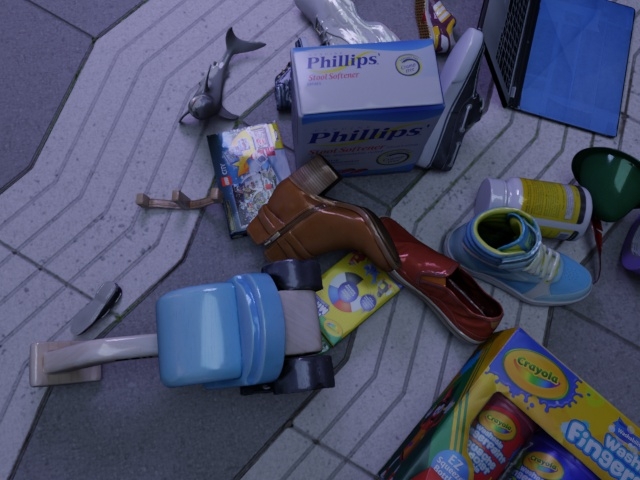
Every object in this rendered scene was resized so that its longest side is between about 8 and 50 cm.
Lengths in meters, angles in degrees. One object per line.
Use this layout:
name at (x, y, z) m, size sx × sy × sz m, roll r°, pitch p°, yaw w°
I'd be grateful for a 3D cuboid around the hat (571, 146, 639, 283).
hat at (0.575, -0.060, 1.076) m, size 0.208 × 0.173 × 0.184 m, roll 39°, pitch 76°, yaw 8°

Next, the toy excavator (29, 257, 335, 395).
toy excavator at (-0.258, 0.178, 0.927) m, size 0.444 × 0.432 × 0.223 m, roll 3°, pitch 73°, yaw -31°

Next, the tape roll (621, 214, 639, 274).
tape roll at (0.713, -0.005, 1.059) m, size 0.080 × 0.189 × 0.189 m, roll 27°, pitch 75°, yaw 5°

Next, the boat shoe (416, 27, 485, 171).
boat shoe at (0.291, -0.281, 1.087) m, size 0.102 × 0.302 × 0.108 m, roll 13°, pitch 31°, yaw -6°

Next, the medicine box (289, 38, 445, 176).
medicine box at (0.076, -0.250, 1.042) m, size 0.263 × 0.289 × 0.149 m, roll -6°, pitch 75°, yaw -4°

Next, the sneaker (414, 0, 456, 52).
sneaker at (0.281, -0.539, 1.253) m, size 0.083 × 0.069 × 0.186 m, roll -2°, pitch 81°, yaw -12°

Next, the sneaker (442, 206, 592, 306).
sneaker at (0.418, 0.036, 1.024) m, size 0.318 × 0.208 × 0.127 m, roll 16°, pitch 73°, yaw 1°

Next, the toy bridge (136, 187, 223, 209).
toy bridge at (-0.293, -0.084, 1.095) m, size 0.188 × 0.063 × 0.026 m, roll -3°, pitch 75°, yaw 11°

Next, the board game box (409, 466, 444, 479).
board game box at (0.145, 0.548, 0.844) m, size 0.242 × 0.064 × 0.316 m, roll 47°, pitch 116°, yaw 5°

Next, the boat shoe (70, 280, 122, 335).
boat shoe at (-0.448, 0.139, 1.042) m, size 0.046 × 0.038 × 0.125 m, roll 25°, pitch 73°, yaw 24°

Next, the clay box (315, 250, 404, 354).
clay box at (0.047, 0.118, 1.063) m, size 0.222 × 0.053 × 0.127 m, roll -38°, pitch 80°, yaw -13°

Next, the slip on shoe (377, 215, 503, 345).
slip on shoe at (0.231, 0.064, 1.043) m, size 0.331 × 0.101 × 0.123 m, roll 45°, pitch 45°, yaw 9°

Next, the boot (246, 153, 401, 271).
boot at (0.000, 0.000, 1.009) m, size 0.220 × 0.109 × 0.283 m, roll -43°, pitch 84°, yaw 13°

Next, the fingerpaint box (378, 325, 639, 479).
fingerpaint box at (0.397, 0.443, 0.934) m, size 0.444 × 0.163 × 0.371 m, roll 42°, pitch 77°, yaw 8°

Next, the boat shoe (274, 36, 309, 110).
boat shoe at (-0.065, -0.383, 1.188) m, size 0.083 × 0.065 × 0.184 m, roll -2°, pitch 76°, yaw -5°

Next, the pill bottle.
pill bottle at (0.446, -0.070, 1.100) m, size 0.208 × 0.119 × 0.119 m, roll 8°, pitch 74°, yaw -1°

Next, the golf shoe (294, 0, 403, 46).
golf shoe at (0.046, -0.474, 1.198) m, size 0.306 × 0.115 × 0.140 m, roll 38°, pitch 80°, yaw 8°

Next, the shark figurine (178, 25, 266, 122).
shark figurine at (-0.220, -0.335, 1.169) m, size 0.116 × 0.166 × 0.278 m, roll 31°, pitch 55°, yaw -20°

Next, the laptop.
laptop at (0.550, -0.499, 1.170) m, size 0.236 × 0.408 × 0.382 m, roll 6°, pitch 71°, yaw 34°

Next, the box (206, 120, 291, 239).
box at (-0.144, -0.134, 1.127) m, size 0.159 × 0.044 × 0.233 m, roll -14°, pitch 76°, yaw -6°
